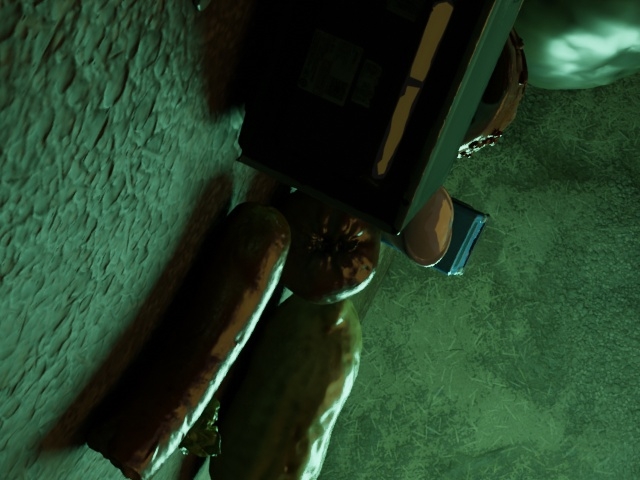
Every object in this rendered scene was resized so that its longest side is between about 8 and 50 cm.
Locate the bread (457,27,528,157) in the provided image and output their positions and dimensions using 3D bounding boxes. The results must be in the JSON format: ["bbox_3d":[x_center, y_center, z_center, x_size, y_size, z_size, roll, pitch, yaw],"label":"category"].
[{"bbox_3d":[0.134,-0.200,1.002,0.224,0.212,0.142,-68,165,14],"label":"bread"}]

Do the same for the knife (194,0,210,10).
[{"bbox_3d":[-0.024,-0.272,0.557,0.260,0.034,0.063,-61,178,20],"label":"knife"}]

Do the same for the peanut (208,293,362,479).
[{"bbox_3d":[-0.046,0.245,1.294,0.192,0.169,0.387,-42,156,-79],"label":"peanut"}]

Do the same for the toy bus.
[{"bbox_3d":[0.131,-0.042,1.335,0.116,0.234,0.133,-66,162,10],"label":"toy bus"}]

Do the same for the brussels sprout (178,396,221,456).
[{"bbox_3d":[-0.153,0.228,1.036,0.085,0.058,0.085,180,-90,-78],"label":"brussels sprout"}]

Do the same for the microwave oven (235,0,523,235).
[{"bbox_3d":[0.066,-0.194,0.750,0.237,0.181,0.295,-40,154,-63],"label":"microwave oven"}]

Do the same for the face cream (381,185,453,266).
[{"bbox_3d":[0.087,-0.065,1.084,0.269,0.073,0.107,-129,-146,-62],"label":"face cream"}]

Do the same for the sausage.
[{"bbox_3d":[-0.118,0.098,0.820,0.302,0.076,0.103,-60,169,-24],"label":"sausage"}]

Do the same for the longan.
[{"bbox_3d":[0.360,-0.407,1.121,0.436,0.404,0.404,-10,-134,60],"label":"longan"}]

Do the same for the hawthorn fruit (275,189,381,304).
[{"bbox_3d":[-0.003,0.011,1.047,0.149,0.149,0.189,-60,-176,-23],"label":"hawthorn fruit"}]
